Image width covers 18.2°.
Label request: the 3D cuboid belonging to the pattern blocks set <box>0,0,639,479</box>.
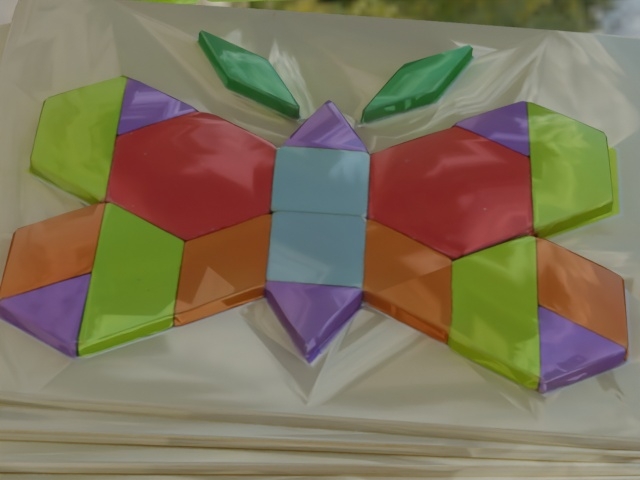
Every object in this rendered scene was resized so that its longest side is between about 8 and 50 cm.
[{"bbox_3d":[0.000,0.000,0.467,0.026,0.325,0.285,93,-14,-46],"label":"pattern blocks set"}]
